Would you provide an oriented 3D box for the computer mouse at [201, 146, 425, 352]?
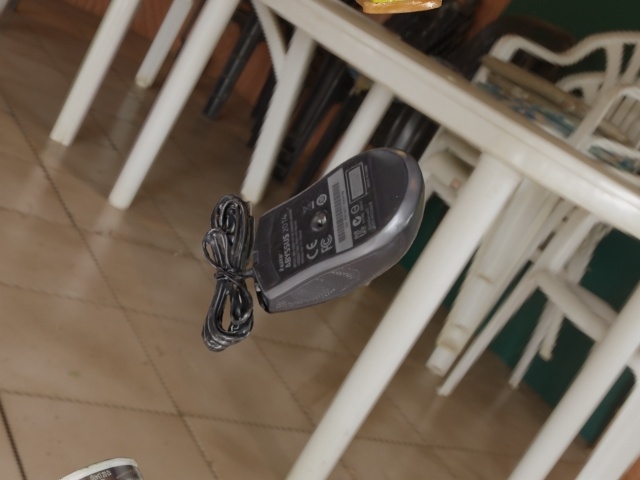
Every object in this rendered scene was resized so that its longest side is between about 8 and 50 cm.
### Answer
[{"bbox_3d":[0.000,0.000,0.873,0.072,0.272,0.188,35,42,-40],"label":"computer mouse"}]

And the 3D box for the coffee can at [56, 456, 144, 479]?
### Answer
[{"bbox_3d":[-0.287,0.474,1.215,0.201,0.201,0.275,7,43,-57],"label":"coffee can"}]

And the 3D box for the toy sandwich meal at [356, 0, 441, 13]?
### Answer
[{"bbox_3d":[0.043,-0.153,0.518,0.085,0.029,0.085,-2,20,1],"label":"toy sandwich meal"}]
